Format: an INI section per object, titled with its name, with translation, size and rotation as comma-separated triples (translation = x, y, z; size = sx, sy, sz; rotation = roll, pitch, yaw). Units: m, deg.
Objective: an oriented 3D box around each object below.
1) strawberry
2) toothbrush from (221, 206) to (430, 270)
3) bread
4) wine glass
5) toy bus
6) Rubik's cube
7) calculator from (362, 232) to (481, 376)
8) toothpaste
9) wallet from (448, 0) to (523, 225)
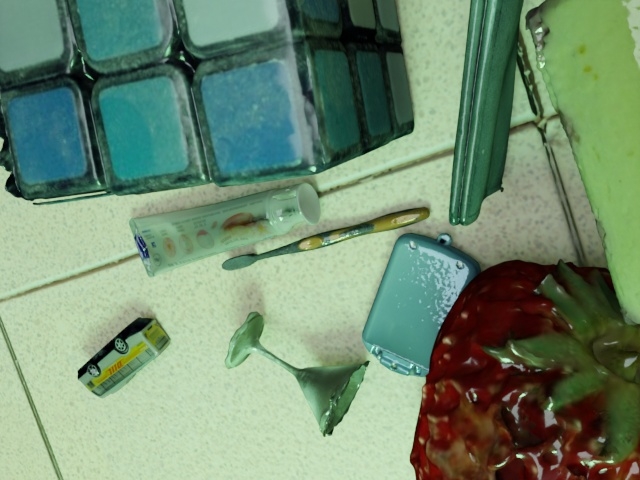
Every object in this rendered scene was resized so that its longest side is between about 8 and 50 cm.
[strawberry]
translation = 0.234, 0.215, 0.730
size = 0.345, 0.295, 0.317
rotation = 114, 145, -45
[toothbrush]
translation = -0.001, 0.001, 0.894
size = 0.321, 0.031, 0.023
rotation = -14, 97, 24
[bread]
translation = 0.330, -0.094, 0.582
size = 0.187, 0.155, 0.338
rotation = -16, 92, 54
[wine glass]
translation = -0.037, 0.182, 0.909
size = 0.183, 0.122, 0.122
rotation = 29, 111, 19
[toy bus]
translation = -0.326, 0.195, 1.056
size = 0.172, 0.057, 0.072
rotation = -39, 95, 24
[Rubik's cube]
translation = -0.114, -0.240, 0.712
size = 0.358, 0.363, 0.362
rotation = -8, 97, 25
[calculator]
translation = 0.133, 0.086, 0.855
size = 0.121, 0.039, 0.210
rotation = 23, 109, 15
[toothpaste]
translation = -0.152, -0.018, 0.937
size = 0.323, 0.066, 0.100
rotation = -13, 101, 28
[wallet]
translation = 0.172, -0.156, 0.651
size = 0.054, 0.290, 0.251
rotation = 5, 105, 15
